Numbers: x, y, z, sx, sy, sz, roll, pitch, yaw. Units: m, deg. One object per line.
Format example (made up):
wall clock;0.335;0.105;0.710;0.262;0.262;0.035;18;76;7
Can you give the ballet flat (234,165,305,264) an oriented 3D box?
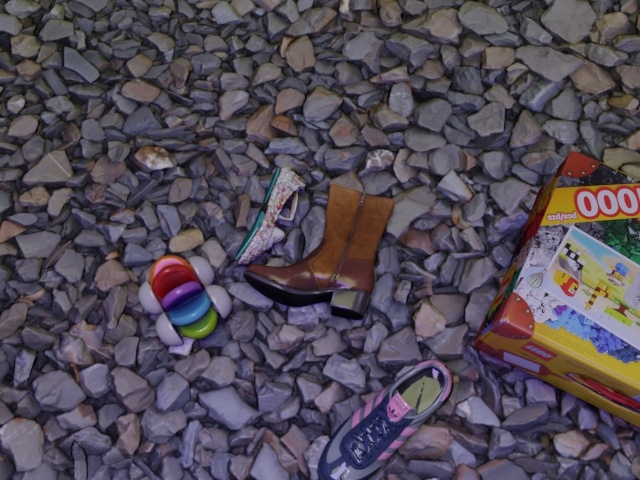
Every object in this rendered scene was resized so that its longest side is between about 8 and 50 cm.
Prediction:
ballet flat;-0.099;-0.046;1.617;0.077;0.091;0.240;27;73;-11

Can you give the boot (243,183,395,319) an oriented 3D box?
boot;0.000;0.000;1.579;0.264;0.096;0.280;11;66;9

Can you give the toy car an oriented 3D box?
toy car;-0.275;0.109;1.525;0.159;0.136;0.182;-30;68;-10

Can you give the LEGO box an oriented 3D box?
LEGO box;0.590;0.122;1.394;0.500;0.193;0.372;25;70;5

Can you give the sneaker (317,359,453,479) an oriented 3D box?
sneaker;0.116;0.330;1.404;0.319;0.131;0.112;-42;70;-14
